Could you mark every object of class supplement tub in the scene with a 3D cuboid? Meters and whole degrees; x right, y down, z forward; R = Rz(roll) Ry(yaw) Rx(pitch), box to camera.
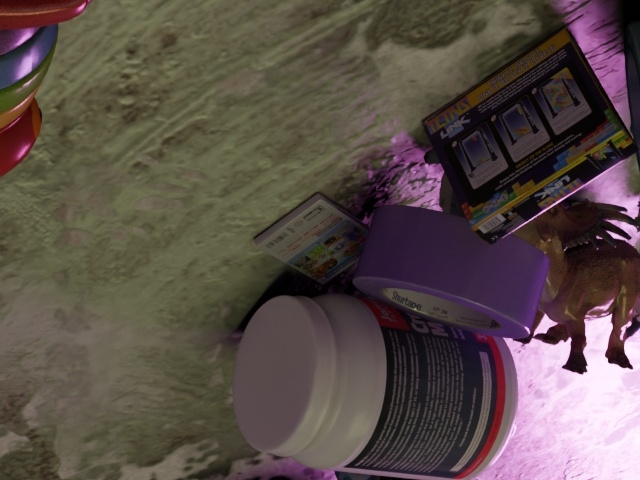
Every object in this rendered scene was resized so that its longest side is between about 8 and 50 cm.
[{"bbox_3d":[0.062,0.161,1.768,0.272,0.191,0.191,11,134,-33],"label":"supplement tub"}]

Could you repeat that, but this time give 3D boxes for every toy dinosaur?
[{"bbox_3d":[0.304,0.035,1.808,0.296,0.127,0.200,6,103,-56],"label":"toy dinosaur"}]

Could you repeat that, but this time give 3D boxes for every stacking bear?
[{"bbox_3d":[-0.274,-0.146,1.241,0.164,0.175,0.289,-10,151,-18],"label":"stacking bear"}]

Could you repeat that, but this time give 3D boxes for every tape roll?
[{"bbox_3d":[0.133,0.033,1.648,0.189,0.080,0.189,18,170,3],"label":"tape roll"}]

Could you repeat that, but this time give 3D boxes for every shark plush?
[{"bbox_3d":[0.184,-0.081,1.624,0.161,0.067,0.073,-31,143,14],"label":"shark plush"}]

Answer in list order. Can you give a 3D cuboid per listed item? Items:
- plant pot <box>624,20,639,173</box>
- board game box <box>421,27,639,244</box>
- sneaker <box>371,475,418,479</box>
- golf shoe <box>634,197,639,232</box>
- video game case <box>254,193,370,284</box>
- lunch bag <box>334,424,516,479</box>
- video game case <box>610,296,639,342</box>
[{"bbox_3d":[0.426,-0.133,1.530,0.255,0.271,0.271,-9,145,6],"label":"plant pot"},{"bbox_3d":[0.197,-0.099,1.543,0.170,0.141,0.048,-33,142,16],"label":"board game box"},{"bbox_3d":[0.128,0.304,1.952,0.170,0.063,0.075,7,141,-30],"label":"sneaker"},{"bbox_3d":[0.419,-0.057,1.780,0.086,0.069,0.176,-1,142,-35],"label":"golf shoe"},{"bbox_3d":[0.000,0.000,1.686,0.087,0.011,0.122,-36,142,19],"label":"video game case"},{"bbox_3d":[0.128,0.257,2.022,0.176,0.090,0.219,9,135,-34],"label":"lunch bag"},{"bbox_3d":[0.505,0.054,1.987,0.232,0.042,0.210,7,135,-33],"label":"video game case"}]
